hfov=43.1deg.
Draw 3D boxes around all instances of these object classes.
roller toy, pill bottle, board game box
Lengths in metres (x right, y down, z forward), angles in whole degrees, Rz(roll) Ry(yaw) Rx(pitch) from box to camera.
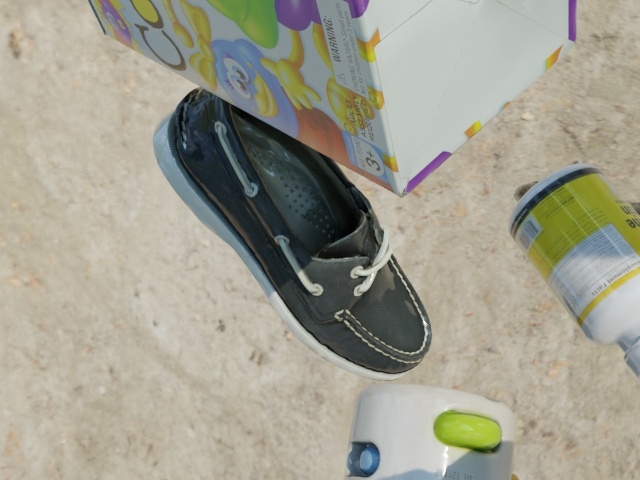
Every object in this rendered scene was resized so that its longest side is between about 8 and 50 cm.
[{"bbox_3d":[0.128,0.256,0.950,0.191,0.209,0.146,0,70,26],"label":"roller toy"},{"bbox_3d":[0.256,0.028,0.720,0.103,0.103,0.184,-48,56,28],"label":"pill bottle"},{"bbox_3d":[-0.020,-0.165,0.437,0.275,0.144,0.142,33,154,37],"label":"board game box"}]

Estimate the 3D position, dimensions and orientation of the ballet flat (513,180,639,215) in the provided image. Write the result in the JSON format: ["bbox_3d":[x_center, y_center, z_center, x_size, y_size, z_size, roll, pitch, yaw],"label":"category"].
[{"bbox_3d":[0.292,-0.029,0.871,0.058,0.084,0.250,-53,20,-1],"label":"ballet flat"}]

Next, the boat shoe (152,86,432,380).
[{"bbox_3d":[0.000,0.000,0.641,0.302,0.114,0.091,43,139,-22],"label":"boat shoe"}]
